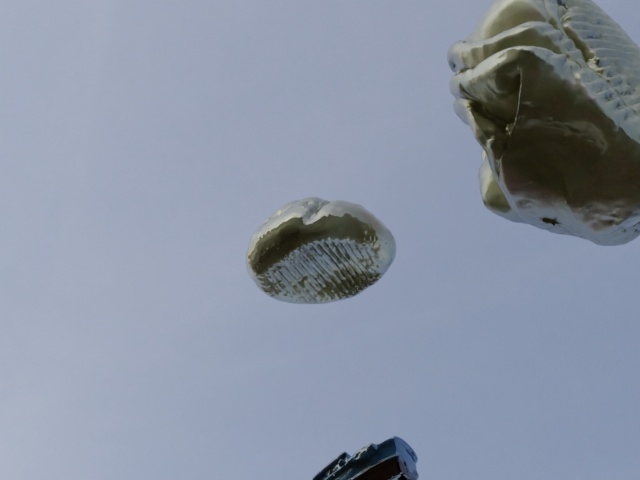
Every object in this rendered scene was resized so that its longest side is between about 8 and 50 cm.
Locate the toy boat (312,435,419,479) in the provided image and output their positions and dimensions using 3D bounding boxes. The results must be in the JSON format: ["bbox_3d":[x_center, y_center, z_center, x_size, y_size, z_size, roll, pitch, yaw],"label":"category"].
[{"bbox_3d":[0.021,0.321,1.283,0.223,0.097,0.100,-39,-54,7],"label":"toy boat"}]

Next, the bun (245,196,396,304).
[{"bbox_3d":[0.000,0.000,1.243,0.183,0.183,0.102,-32,-126,31],"label":"bun"}]

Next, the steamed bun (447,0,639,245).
[{"bbox_3d":[0.241,-0.116,1.070,0.280,0.268,0.207,37,-56,-8],"label":"steamed bun"}]
